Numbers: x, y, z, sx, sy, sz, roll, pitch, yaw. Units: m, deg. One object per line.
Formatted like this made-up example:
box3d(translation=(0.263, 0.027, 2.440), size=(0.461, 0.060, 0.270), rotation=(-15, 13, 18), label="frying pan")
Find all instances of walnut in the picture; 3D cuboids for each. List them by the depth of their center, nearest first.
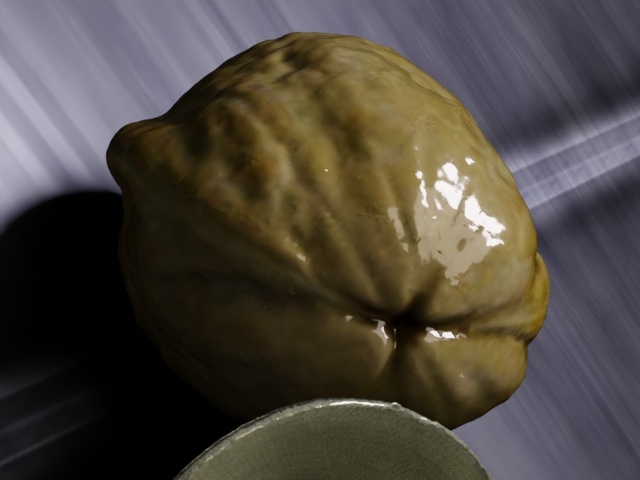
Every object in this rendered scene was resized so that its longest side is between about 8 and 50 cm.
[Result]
box3d(translation=(0.000, 0.000, 1.065), size=(0.283, 0.227, 0.283), rotation=(20, 12, -4), label="walnut")

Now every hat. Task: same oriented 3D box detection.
box3d(translation=(-0.028, 0.197, 1.000), size=(0.257, 0.130, 0.257), rotation=(-5, 100, -30), label="hat")
